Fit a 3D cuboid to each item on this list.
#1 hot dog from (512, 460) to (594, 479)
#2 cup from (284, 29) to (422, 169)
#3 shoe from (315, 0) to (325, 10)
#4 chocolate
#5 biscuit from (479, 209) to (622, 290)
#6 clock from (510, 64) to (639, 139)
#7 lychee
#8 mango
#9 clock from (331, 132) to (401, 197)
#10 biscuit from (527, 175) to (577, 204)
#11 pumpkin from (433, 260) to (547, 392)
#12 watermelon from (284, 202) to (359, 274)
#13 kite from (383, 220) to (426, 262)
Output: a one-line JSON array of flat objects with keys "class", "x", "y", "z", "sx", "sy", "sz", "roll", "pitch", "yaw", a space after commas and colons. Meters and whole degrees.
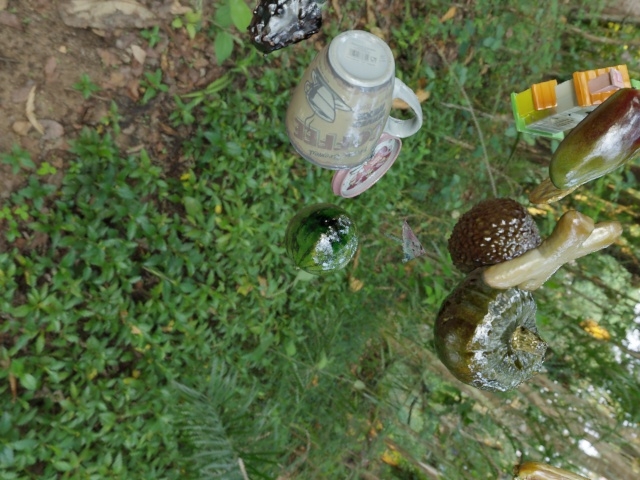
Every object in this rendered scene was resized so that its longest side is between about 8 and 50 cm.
[{"class": "hot dog", "x": 0.561, "y": 0.575, "z": 1.214, "sx": 0.068, "sy": 0.249, "sz": 0.100, "roll": -82, "pitch": -166, "yaw": -72}, {"class": "cup", "x": 0.093, "y": -0.300, "z": 1.136, "sx": 0.257, "sy": 0.300, "sz": 0.228, "roll": 127, "pitch": -31, "yaw": -66}, {"class": "shoe", "x": -0.009, "y": -0.675, "z": 1.123, "sx": 0.132, "sy": 0.170, "sz": 0.337, "roll": -2, "pitch": 81, "yaw": -51}, {"class": "chocolate", "x": -0.087, "y": -0.427, "z": 1.012, "sx": 0.133, "sy": 0.156, "sz": 0.156, "roll": -43, "pitch": 158, "yaw": -6}, {"class": "biscuit", "x": 0.399, "y": 0.026, "z": 0.908, "sx": 0.164, "sy": 0.047, "sz": 0.208, "roll": 4, "pitch": 145, "yaw": -36}, {"class": "clock", "x": 0.676, "y": -0.367, "z": 1.368, "sx": 0.219, "sy": 0.255, "sz": 0.106, "roll": 0, "pitch": 79, "yaw": -36}, {"class": "lychee", "x": 0.483, "y": 0.010, "z": 1.469, "sx": 0.267, "sy": 0.267, "sz": 0.268, "roll": -51, "pitch": 158, "yaw": -30}, {"class": "mango", "x": 0.616, "y": -0.215, "z": 1.140, "sx": 0.267, "sy": 0.133, "sz": 0.111, "roll": -46, "pitch": -167, "yaw": 12}, {"class": "clock", "x": 0.125, "y": -0.216, "z": 1.450, "sx": 0.244, "sy": 0.056, "sz": 0.244, "roll": -36, "pitch": 162, "yaw": -14}, {"class": "biscuit", "x": 0.655, "y": -0.168, "z": 1.387, "sx": 0.247, "sy": 0.029, "sz": 0.118, "roll": -36, "pitch": -164, "yaw": -14}, {"class": "pumpkin", "x": 0.404, "y": 0.241, "z": 1.262, "sx": 0.232, "sy": 0.242, "sz": 0.325, "roll": -29, "pitch": 109, "yaw": -29}, {"class": "watermelon", "x": 0.004, "y": -0.003, "z": 1.687, "sx": 0.242, "sy": 0.242, "sz": 0.242, "roll": -51, "pitch": 158, "yaw": -30}, {"class": "kite", "x": 0.234, "y": 0.004, "z": 1.465, "sx": 0.011, "sy": 0.156, "sz": 0.139, "roll": -24, "pitch": 124, "yaw": -35}]
